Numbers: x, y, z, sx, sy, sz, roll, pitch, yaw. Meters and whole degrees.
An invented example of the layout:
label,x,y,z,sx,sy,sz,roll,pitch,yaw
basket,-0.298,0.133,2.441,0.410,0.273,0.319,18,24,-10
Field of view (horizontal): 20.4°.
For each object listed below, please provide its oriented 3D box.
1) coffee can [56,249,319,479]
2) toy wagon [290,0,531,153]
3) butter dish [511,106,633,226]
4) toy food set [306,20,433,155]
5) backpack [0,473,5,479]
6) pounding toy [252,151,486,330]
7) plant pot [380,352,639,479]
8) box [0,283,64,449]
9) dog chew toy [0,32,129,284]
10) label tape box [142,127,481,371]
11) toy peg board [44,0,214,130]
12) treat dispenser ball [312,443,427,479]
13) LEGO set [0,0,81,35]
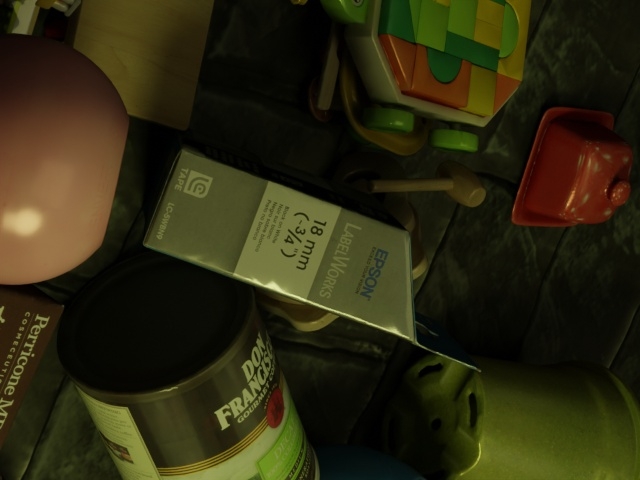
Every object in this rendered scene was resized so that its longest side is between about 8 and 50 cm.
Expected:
label,x,y,z,sx,sy,sz,roll,pitch,yaw
coffee can,-0.130,0.171,1.824,0.201,0.201,0.275,-41,136,-23
toy wagon,0.102,-0.243,1.873,0.344,0.068,0.267,12,84,-49
butter dish,0.338,-0.078,2.237,0.160,0.118,0.160,2,109,-46
toy food set,0.039,-0.166,1.924,0.218,0.071,0.128,23,70,-52
backpack,-0.359,0.302,1.717,0.158,0.117,0.173,61,26,-32
pounding toy,0.030,-0.037,1.931,0.269,0.154,0.155,-28,132,-9
plant pot,0.223,0.254,2.220,0.254,0.276,0.276,22,95,-39
box,-0.372,0.079,1.544,0.203,0.167,0.168,19,97,-50
dog chew toy,-0.327,-0.084,1.433,0.332,0.206,0.207,13,105,-8
label tape box,0.000,0.000,1.714,0.333,0.240,0.106,20,96,-9
toy peg board,-0.191,-0.200,1.665,0.161,0.079,0.161,16,84,-50
treat dispenser ball,0.023,0.377,2.031,0.288,0.288,0.288,-24,127,-36
LEGO set,-0.280,-0.211,1.532,0.107,0.132,0.287,16,129,-33
